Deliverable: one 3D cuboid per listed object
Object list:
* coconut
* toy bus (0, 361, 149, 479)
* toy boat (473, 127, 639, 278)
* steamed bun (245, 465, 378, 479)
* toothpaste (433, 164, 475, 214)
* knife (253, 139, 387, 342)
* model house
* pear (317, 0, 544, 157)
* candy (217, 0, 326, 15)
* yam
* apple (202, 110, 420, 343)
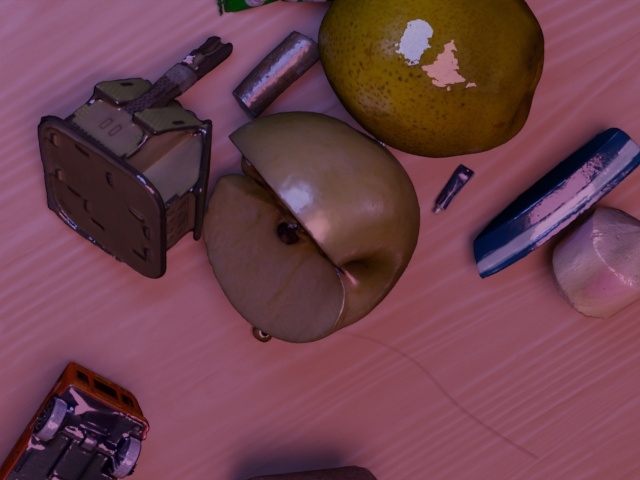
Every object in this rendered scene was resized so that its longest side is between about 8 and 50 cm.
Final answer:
[{"bbox_3d":[0.430,0.030,1.762,0.147,0.147,0.153,23,134,-21],"label":"coconut"},{"bbox_3d":[-0.380,0.340,1.638,0.143,0.153,0.329,31,95,-21],"label":"toy bus"},{"bbox_3d":[0.340,-0.055,1.748,0.299,0.096,0.062,-40,103,2],"label":"toy boat"},{"bbox_3d":[-0.032,0.462,1.762,0.251,0.199,0.301,-5,119,-32],"label":"steamed bun"},{"bbox_3d":[0.192,-0.072,1.739,0.027,0.019,0.083,35,92,-6],"label":"toothpaste"},{"bbox_3d":[-0.001,-0.001,1.703,0.061,0.027,0.343,34,96,-18],"label":"knife"},{"bbox_3d":[-0.200,-0.127,1.564,0.205,0.218,0.279,35,58,14],"label":"model house"},{"bbox_3d":[0.141,-0.243,1.532,0.294,0.294,0.294,-5,109,-14],"label":"pear"},{"bbox_3d":[-0.044,-0.370,1.545,0.203,0.078,0.141,-8,109,-8],"label":"candy"},{"bbox_3d":[-0.059,-0.224,1.598,0.132,0.054,0.054,-44,113,1],"label":"yam"},{"bbox_3d":[-0.003,-0.033,1.559,0.233,0.258,0.295,-18,139,-29],"label":"apple"}]
